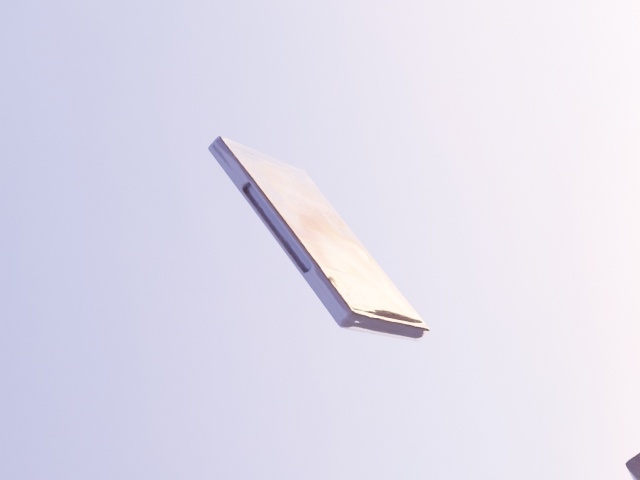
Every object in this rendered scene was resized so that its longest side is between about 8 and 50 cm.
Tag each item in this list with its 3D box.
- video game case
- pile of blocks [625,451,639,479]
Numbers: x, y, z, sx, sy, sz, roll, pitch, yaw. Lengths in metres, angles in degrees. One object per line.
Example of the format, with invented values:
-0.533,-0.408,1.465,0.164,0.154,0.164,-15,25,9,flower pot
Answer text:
0.000,0.000,0.560,0.122,0.011,0.087,53,-162,26,video game case
0.291,0.106,0.526,0.362,0.112,0.149,16,-69,-28,pile of blocks
